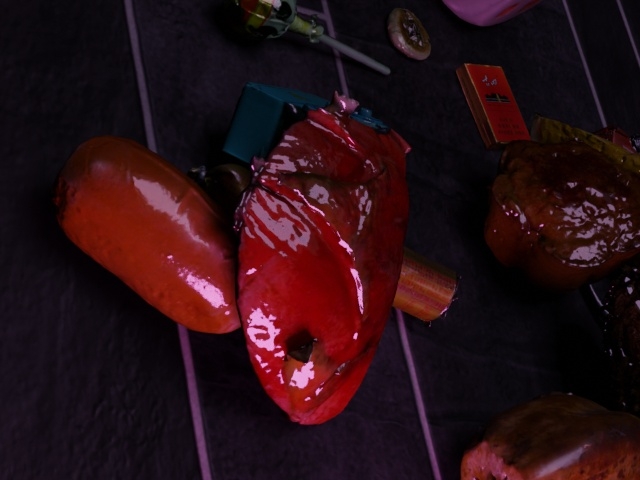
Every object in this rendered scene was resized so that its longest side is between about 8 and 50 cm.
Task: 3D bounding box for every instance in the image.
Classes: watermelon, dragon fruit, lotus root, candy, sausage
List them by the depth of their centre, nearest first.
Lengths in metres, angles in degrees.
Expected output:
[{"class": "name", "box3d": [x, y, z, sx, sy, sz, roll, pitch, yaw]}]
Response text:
[{"class": "sausage", "box3d": [-0.157, -0.003, 1.395, 0.258, 0.133, 0.133, 42, 42, -19]}, {"class": "dragon fruit", "box3d": [0.011, 0.022, 1.418, 0.282, 0.100, 0.343, 21, 81, -53]}, {"class": "sausage", "box3d": [0.000, 0.000, 1.586, 0.371, 0.082, 0.082, 26, 48, -28]}, {"class": "lotus root", "box3d": [0.286, 0.271, 1.618, 0.291, 0.193, 0.193, -7, 69, -43]}, {"class": "candy", "box3d": [-0.003, -0.265, 1.763, 0.305, 0.091, 0.083, 19, 80, -44]}, {"class": "watermelon", "box3d": [0.428, -0.091, 1.974, 0.301, 0.129, 0.123, 28, 46, 30]}]

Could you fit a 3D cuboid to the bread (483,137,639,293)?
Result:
[{"class": "bread", "box3d": [0.332, -0.044, 1.854, 0.246, 0.135, 0.232, -26, 64, -36]}]

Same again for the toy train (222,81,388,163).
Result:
[{"class": "toy train", "box3d": [-0.018, -0.117, 1.570, 0.154, 0.107, 0.198, 26, 13, 26]}]

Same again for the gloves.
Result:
[{"class": "gloves", "box3d": [0.451, 0.174, 1.792, 0.210, 0.135, 0.312, -11, 95, -29]}]

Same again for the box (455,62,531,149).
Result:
[{"class": "box", "box3d": [0.253, -0.194, 1.998, 0.090, 0.023, 0.133, 0, 64, -46]}]

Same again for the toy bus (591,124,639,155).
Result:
[{"class": "toy bus", "box3d": [0.507, -0.094, 2.143, 0.235, 0.073, 0.096, 25, 55, -31]}]

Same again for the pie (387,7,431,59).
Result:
[{"class": "pie", "box3d": [0.127, -0.293, 1.943, 0.084, 0.021, 0.084, 24, 50, -32]}]

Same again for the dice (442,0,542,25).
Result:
[{"class": "dice", "box3d": [0.272, -0.445, 2.056, 0.193, 0.192, 0.194, -21, 81, -48]}]

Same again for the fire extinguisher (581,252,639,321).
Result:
[{"class": "fire extinguisher", "box3d": [0.490, 0.105, 1.956, 0.200, 0.113, 0.376, 5, 61, -41]}]
